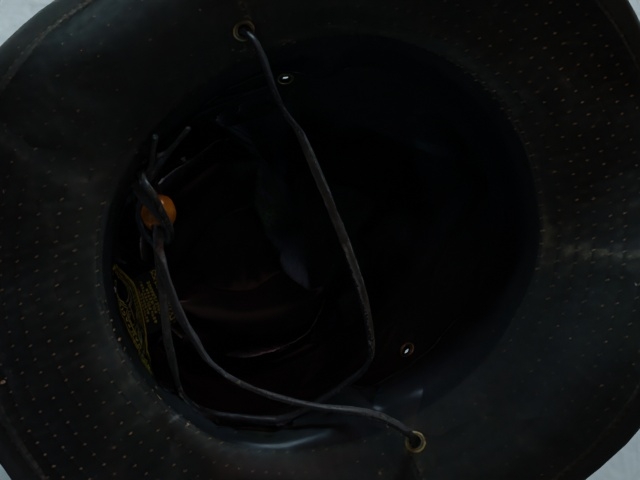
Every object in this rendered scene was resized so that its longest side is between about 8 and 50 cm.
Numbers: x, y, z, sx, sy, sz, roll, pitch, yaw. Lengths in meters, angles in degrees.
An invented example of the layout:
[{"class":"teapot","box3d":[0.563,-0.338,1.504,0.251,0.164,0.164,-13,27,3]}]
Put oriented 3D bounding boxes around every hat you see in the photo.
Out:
[{"class":"hat","box3d":[0.000,0.000,0.632,0.331,0.331,0.134,22,0,-7]}]
